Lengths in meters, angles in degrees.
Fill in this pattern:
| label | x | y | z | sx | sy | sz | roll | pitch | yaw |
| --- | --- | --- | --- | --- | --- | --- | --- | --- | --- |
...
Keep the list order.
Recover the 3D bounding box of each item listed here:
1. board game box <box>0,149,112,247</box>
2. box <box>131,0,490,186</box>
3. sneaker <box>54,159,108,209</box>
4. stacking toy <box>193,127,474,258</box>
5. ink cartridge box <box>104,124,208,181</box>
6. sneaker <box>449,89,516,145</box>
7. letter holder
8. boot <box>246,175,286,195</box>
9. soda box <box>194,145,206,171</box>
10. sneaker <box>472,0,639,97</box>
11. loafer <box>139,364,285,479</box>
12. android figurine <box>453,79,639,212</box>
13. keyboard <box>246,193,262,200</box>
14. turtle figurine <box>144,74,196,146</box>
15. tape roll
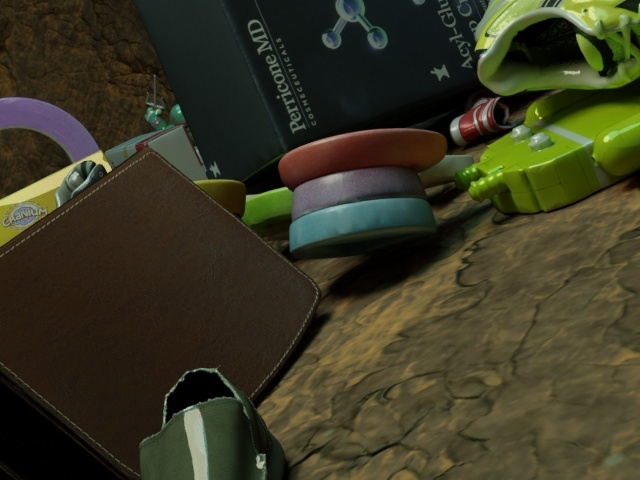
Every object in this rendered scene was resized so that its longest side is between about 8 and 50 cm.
| label | x | y | z | sx | sy | sz | roll | pitch | yaw |
| --- | --- | --- | --- | --- | --- | --- | --- | --- | --- |
| board game box | -0.406 | 0.011 | 1.662 | 0.317 | 0.064 | 0.242 | -27 | -13 | -8 |
| box | 0.019 | -0.266 | 1.464 | 0.396 | 0.293 | 0.212 | -23 | -1 | -28 |
| sneaker | -0.226 | -0.043 | 1.534 | 0.226 | 0.163 | 0.086 | -34 | 13 | -36 |
| stacking toy | 0.000 | 0.000 | 1.174 | 0.309 | 0.130 | 0.279 | -15 | -9 | 31 |
| ink cartridge box | -0.243 | -0.098 | 1.850 | 0.072 | 0.127 | 0.175 | -31 | 14 | -26 |
| sneaker | 0.197 | -0.149 | 1.408 | 0.067 | 0.042 | 0.118 | -19 | 19 | 34 |
| letter holder | -0.157 | 0.093 | 0.959 | 0.152 | 0.214 | 0.302 | -56 | -5 | 34 |
| boot | -0.026 | -0.146 | 1.712 | 0.263 | 0.091 | 0.229 | -28 | 14 | -2 |
| soda box | -0.129 | -0.140 | 1.931 | 0.216 | 0.069 | 0.074 | -24 | 13 | 11 |
| sneaker | 0.301 | -0.194 | 1.042 | 0.385 | 0.145 | 0.147 | -12 | 36 | 44 |
| loafer | -0.071 | 0.141 | 0.680 | 0.094 | 0.087 | 0.251 | -26 | 13 | 1 |
| android figurine | 0.250 | -0.098 | 1.087 | 0.273 | 0.056 | 0.248 | -24 | 13 | 1 |
| keyboard | -0.080 | -0.045 | 1.428 | 0.256 | 0.014 | 0.072 | -4 | -3 | 36 |
| turtle figurine | -0.206 | -0.194 | 2.029 | 0.175 | 0.118 | 0.234 | -7 | -23 | 13 |
| tape roll | -0.474 | -0.087 | 1.918 | 0.275 | 0.274 | 0.090 | -28 | 12 | -11 |
